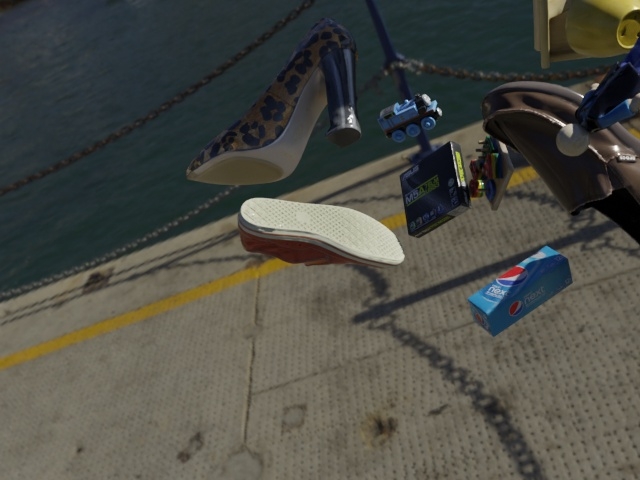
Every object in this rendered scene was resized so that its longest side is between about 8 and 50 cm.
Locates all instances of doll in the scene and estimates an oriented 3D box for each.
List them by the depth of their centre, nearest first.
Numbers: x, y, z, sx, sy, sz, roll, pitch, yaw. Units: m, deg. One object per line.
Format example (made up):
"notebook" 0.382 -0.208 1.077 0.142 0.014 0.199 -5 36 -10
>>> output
"doll" 0.335 -0.173 0.787 0.189 0.046 0.129 -54 12 8

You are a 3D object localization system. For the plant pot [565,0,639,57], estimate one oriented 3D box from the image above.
"plant pot" 0.508 -0.373 1.206 0.134 0.134 0.095 -27 33 -2

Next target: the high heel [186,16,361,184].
"high heel" -0.066 -0.177 0.912 0.261 0.093 0.186 -16 62 25

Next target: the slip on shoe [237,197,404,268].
"slip on shoe" 0.000 0.000 1.357 0.331 0.101 0.123 10 45 -8

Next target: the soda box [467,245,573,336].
"soda box" 0.407 0.102 1.423 0.210 0.071 0.067 -32 35 -11

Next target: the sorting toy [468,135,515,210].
"sorting toy" 0.376 -0.163 1.553 0.046 0.274 0.132 -1 51 -7

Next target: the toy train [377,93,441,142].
"toy train" 0.261 -0.363 2.057 0.184 0.105 0.080 -21 29 30

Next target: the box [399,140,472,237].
"box" 0.284 -0.125 1.749 0.191 0.045 0.184 -33 54 45

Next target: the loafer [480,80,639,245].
"loafer" 0.393 -0.107 1.032 0.130 0.366 0.134 -59 -5 -17

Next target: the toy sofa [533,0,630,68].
"toy sofa" 0.593 -0.446 1.324 0.363 0.150 0.177 -3 37 17
